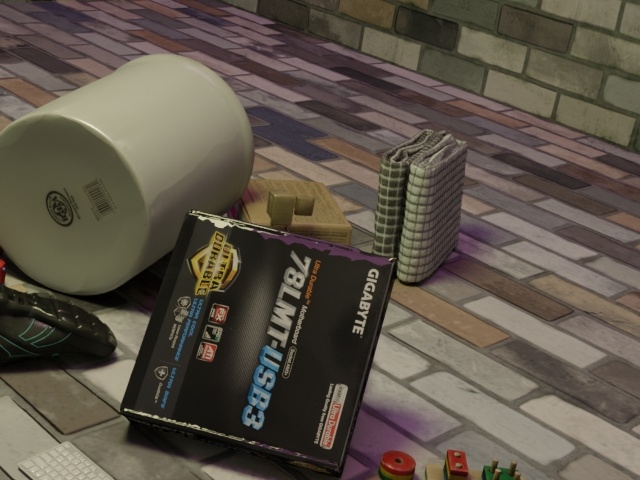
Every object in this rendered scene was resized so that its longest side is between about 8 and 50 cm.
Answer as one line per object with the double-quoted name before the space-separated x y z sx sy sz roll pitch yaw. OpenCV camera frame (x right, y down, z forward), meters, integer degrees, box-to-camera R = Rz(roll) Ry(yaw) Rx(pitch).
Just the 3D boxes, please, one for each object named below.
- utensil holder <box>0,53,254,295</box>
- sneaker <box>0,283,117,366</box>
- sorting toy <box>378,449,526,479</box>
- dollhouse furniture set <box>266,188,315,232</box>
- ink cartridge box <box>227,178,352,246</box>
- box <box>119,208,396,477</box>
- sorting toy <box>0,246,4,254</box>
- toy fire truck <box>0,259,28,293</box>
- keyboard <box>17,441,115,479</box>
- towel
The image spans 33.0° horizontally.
"utensil holder" -0.335 -0.116 1.827 0.328 0.327 0.385 16 26 15
"sneaker" -0.418 0.124 1.513 0.267 0.106 0.101 21 10 -27
"sorting toy" 0.212 0.317 1.348 0.275 0.046 0.132 9 22 -1
"dollhouse furniture set" 0.000 0.000 1.878 0.182 0.160 0.101 1 24 -18
"ink cartridge box" -0.064 -0.037 2.039 0.193 0.088 0.234 2 24 -15
"box" -0.076 0.130 1.416 0.293 0.295 0.073 13 -21 10
"sorting toy" -0.646 -0.038 1.888 0.307 0.041 0.229 32 34 31
"toy fire truck" -0.496 0.082 1.635 0.135 0.047 0.192 10 21 -1
"keyboard" -0.247 0.305 1.236 0.256 0.014 0.072 27 28 37
"towel" 0.183 -0.073 2.039 0.121 0.235 0.284 11 21 19
